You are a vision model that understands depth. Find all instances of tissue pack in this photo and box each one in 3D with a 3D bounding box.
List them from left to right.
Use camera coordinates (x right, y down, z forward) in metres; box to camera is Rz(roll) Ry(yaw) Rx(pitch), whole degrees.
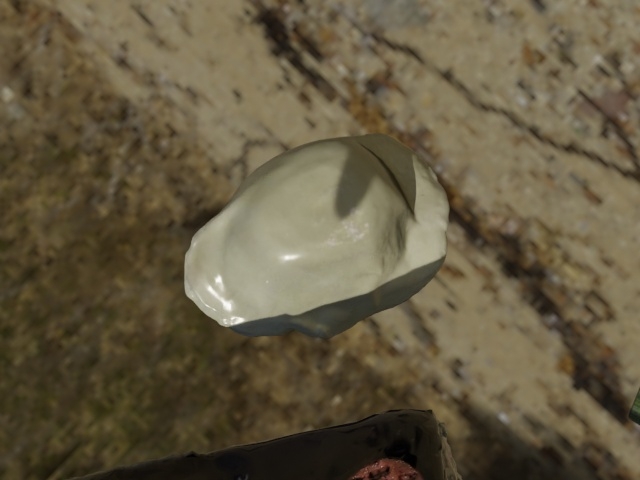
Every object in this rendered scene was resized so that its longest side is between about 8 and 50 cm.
[{"bbox_3d":[-0.055,0.253,1.123,0.245,0.332,0.123,-93,-15,-52],"label":"tissue pack"}]

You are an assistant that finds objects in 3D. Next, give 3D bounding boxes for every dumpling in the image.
[{"bbox_3d":[0.000,0.000,1.418,0.162,0.250,0.132,58,163,10],"label":"dumpling"}]

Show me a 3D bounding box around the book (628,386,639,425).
[{"bbox_3d":[0.322,0.066,1.171,0.024,0.228,0.160,-2,-153,-44],"label":"book"}]
